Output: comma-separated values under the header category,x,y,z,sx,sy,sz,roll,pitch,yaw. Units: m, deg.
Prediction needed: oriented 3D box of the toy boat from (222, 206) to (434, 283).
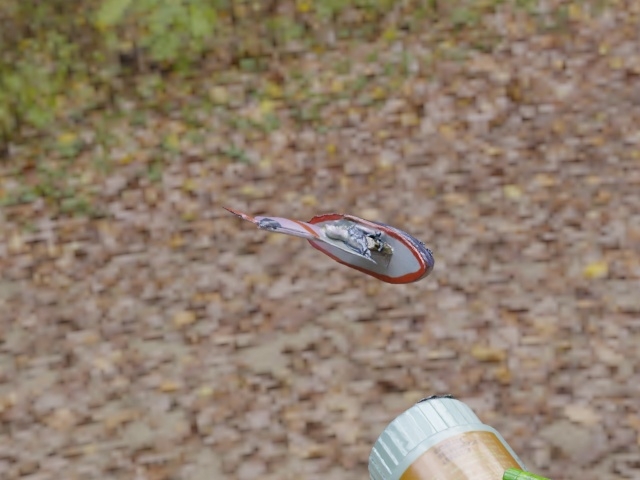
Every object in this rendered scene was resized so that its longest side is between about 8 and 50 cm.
category,x,y,z,sx,sy,sz,roll,pitch,yaw
toy boat,-0.001,-0.003,2.099,0.318,0.072,0.219,13,6,-22

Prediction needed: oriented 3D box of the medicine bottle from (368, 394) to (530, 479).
category,x,y,z,sx,sy,sz,roll,pitch,yaw
medicine bottle,0.181,0.318,1.677,0.158,0.158,0.318,-13,40,-22

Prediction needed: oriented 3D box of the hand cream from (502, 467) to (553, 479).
category,x,y,z,sx,sy,sz,roll,pitch,yaw
hand cream,0.228,0.244,1.522,0.122,0.023,0.036,12,45,46
